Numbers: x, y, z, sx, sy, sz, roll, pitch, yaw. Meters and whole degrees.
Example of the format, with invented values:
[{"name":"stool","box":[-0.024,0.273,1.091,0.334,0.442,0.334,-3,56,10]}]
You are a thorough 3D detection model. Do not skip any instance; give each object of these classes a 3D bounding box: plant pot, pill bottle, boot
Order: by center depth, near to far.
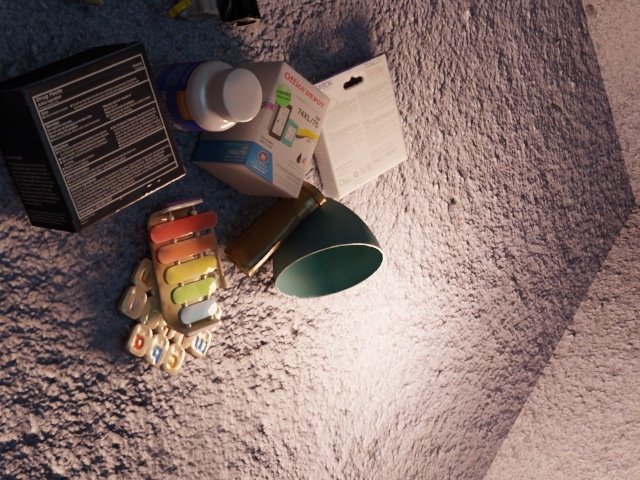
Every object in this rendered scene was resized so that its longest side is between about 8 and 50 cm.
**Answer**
[{"name":"pill bottle","box":[-0.261,-0.313,1.840,0.152,0.272,0.152,-8,101,-46]},{"name":"boot","box":[-0.138,-0.052,2.106,0.269,0.236,0.089,-44,117,-9]},{"name":"plant pot","box":[0.000,0.000,2.201,0.290,0.290,0.195,15,50,-47]}]

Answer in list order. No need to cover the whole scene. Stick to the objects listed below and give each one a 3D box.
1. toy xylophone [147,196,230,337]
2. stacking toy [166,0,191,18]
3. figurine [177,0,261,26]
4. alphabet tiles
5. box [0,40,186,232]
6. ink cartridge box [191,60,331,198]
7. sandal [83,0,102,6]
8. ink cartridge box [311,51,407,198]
[{"name":"toy xylophone","box":[-0.298,0.051,1.973,0.236,0.081,0.322,-30,113,-47]},{"name":"stacking toy","box":[-0.289,-0.614,1.856,0.221,0.052,0.167,-39,102,-18]},{"name":"figurine","box":[-0.244,-0.617,1.965,0.215,0.092,0.209,-7,93,-46]},{"name":"alphabet tiles","box":[-0.350,0.163,1.991,0.284,0.021,0.277,41,60,-43]},{"name":"box","box":[-0.469,-0.214,1.694,0.296,0.183,0.293,-35,121,-41]},{"name":"ink cartridge box","box":[-0.140,-0.266,2.032,0.198,0.197,0.269,31,73,-46]},{"name":"sandal","box":[-0.459,-0.523,1.733,0.240,0.088,0.079,-42,124,-41]},{"name":"ink cartridge box","box":[0.098,-0.328,2.381,0.324,0.072,0.329,-31,114,-40]}]
